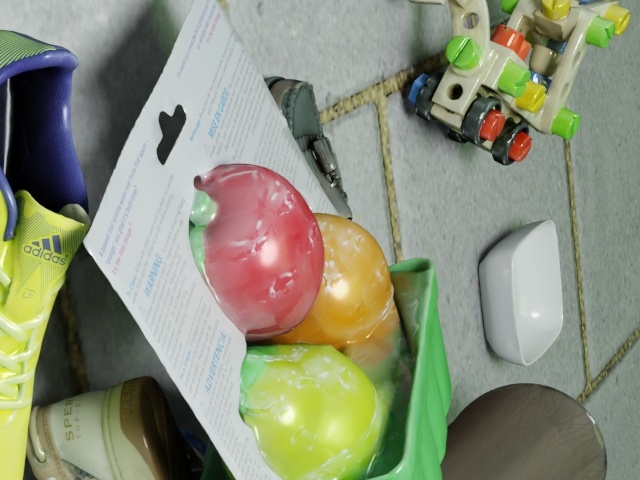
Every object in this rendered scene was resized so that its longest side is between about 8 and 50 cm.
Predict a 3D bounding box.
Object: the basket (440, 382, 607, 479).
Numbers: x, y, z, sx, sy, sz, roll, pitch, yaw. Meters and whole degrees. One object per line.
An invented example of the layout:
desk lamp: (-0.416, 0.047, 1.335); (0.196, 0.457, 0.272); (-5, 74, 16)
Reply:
basket: (0.133, 0.255, 1.422); (0.154, 0.204, 0.227); (52, 41, 7)

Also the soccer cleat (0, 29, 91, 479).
soccer cleat: (-0.184, 0.024, 0.862); (0.093, 0.121, 0.289); (2, 88, -61)

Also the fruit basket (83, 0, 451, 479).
fruit basket: (-0.039, 0.048, 1.032); (0.353, 0.165, 0.327); (55, 27, -27)

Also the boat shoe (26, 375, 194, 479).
boat shoe: (-0.122, 0.216, 1.040); (0.104, 0.089, 0.285); (-91, 170, -62)

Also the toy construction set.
toy construction set: (0.181, -0.195, 1.505); (0.327, 0.151, 0.215); (24, 94, -51)

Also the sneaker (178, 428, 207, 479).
sneaker: (-0.083, 0.181, 1.138); (0.162, 0.063, 0.073); (62, 21, -48)

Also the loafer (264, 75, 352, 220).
loafer: (0.000, 0.000, 1.242); (0.096, 0.084, 0.268); (-16, 105, -61)

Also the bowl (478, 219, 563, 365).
bowl: (0.216, 0.056, 1.678); (0.142, 0.053, 0.142); (-34, 120, -58)
